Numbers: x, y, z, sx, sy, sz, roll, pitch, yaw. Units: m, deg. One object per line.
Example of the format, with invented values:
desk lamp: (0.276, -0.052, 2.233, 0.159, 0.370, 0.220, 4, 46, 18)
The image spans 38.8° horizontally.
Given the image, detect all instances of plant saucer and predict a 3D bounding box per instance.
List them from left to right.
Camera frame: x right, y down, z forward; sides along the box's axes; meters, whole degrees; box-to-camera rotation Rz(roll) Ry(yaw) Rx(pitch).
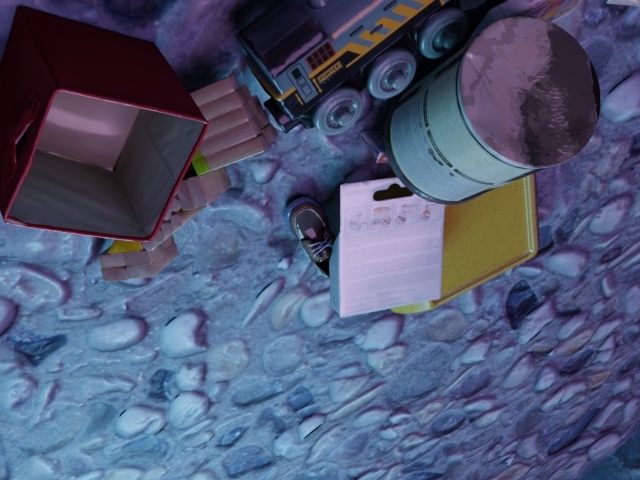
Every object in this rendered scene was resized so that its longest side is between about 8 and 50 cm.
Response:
plant saucer: (0.262, -0.023, 1.619, 0.333, 0.081, 0.332, -27, 135, -9)

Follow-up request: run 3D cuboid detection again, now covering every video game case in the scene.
video game case: (0.307, -0.329, 1.314, 0.206, 0.026, 0.227, -29, 176, -7)

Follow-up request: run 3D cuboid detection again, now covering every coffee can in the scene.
coffee can: (0.229, -0.171, 1.277, 0.201, 0.201, 0.275, -19, 178, -18)

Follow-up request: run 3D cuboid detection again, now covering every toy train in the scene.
toy train: (0.050, -0.278, 1.189, 0.334, 0.142, 0.190, -37, 147, 2)

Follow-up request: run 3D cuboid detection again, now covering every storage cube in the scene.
storage cube: (-0.278, -0.134, 1.083, 0.215, 0.193, 0.183, 8, 124, -39)

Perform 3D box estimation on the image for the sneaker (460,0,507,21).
sneaker: (0.292, -0.463, 1.216, 0.147, 0.145, 0.384, 38, 121, -6)

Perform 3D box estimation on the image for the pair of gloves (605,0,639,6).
pair of gloves: (0.573, -0.454, 1.396, 0.204, 0.042, 0.240, 10, 126, -8)

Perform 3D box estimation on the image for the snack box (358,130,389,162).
snack box: (0.151, -0.151, 1.448, 0.178, 0.064, 0.022, -4, 132, -30)

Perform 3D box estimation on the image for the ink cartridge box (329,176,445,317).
ink cartridge box: (0.109, 0.000, 1.476, 0.189, 0.066, 0.232, -9, 111, -18)

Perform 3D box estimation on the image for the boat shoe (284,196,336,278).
boat shoe: (0.000, 0.000, 1.491, 0.066, 0.066, 0.183, -34, 139, -1)

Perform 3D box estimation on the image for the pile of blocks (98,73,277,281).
pile of blocks: (-0.198, -0.092, 1.265, 0.362, 0.149, 0.112, -46, -178, 26)
